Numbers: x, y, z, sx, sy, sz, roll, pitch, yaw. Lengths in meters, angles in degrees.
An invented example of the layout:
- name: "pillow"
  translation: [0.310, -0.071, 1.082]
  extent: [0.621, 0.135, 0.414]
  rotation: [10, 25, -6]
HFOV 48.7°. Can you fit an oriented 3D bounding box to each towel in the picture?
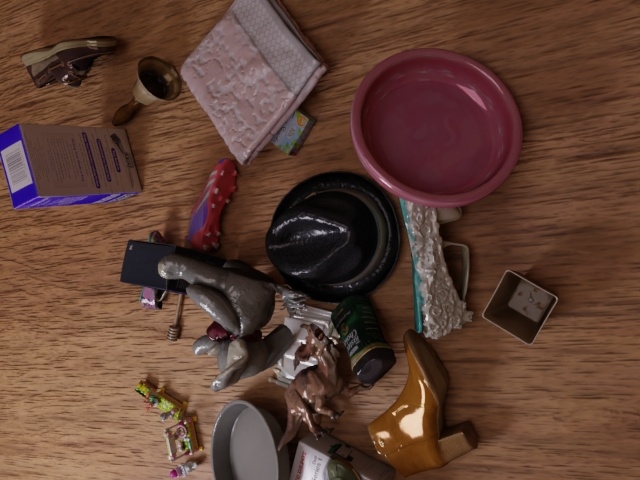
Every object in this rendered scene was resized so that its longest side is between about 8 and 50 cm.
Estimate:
- name: "towel"
  translation: [-0.167, -0.395, 1.641]
  extent: [0.317, 0.053, 0.331]
  rotation: [-46, 62, 25]

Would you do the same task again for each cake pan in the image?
- name: "cake pan"
  translation: [-0.170, 0.532, 1.714]
  extent: [0.293, 0.054, 0.293]
  rotation: [-4, 84, 51]

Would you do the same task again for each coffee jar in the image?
- name: "coffee jar"
  translation: [0.093, 0.214, 1.529]
  extent: [0.096, 0.079, 0.184]
  rotation: [-53, 43, 30]

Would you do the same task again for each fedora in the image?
- name: "fedora"
  translation: [0.000, 0.000, 1.558]
  extent: [0.334, 0.153, 0.333]
  rotation: [4, 97, 29]

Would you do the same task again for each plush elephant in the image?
- name: "plush elephant"
  translation: [-0.192, 0.195, 1.600]
  extent: [0.330, 0.272, 0.255]
  rotation: [19, 95, 28]

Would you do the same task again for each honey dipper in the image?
- name: "honey dipper"
  translation: [-0.376, 0.188, 1.863]
  extent: [0.031, 0.030, 0.160]
  rotation: [19, 102, 27]

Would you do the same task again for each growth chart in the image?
- name: "growth chart"
  translation: [-0.031, 0.263, 1.678]
  extent: [0.172, 0.021, 0.237]
  rotation: [20, 105, 26]

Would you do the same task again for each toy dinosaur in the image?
- name: "toy dinosaur"
  translation: [-0.023, 0.328, 1.594]
  extent: [0.200, 0.127, 0.295]
  rotation: [44, 111, 16]

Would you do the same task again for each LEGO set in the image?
- name: "LEGO set"
  translation: [-0.413, 0.488, 1.869]
  extent: [0.132, 0.107, 0.287]
  rotation: [-37, 77, 27]

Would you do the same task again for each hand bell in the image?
- name: "hand bell"
  translation: [-0.479, -0.363, 1.839]
  extent: [0.242, 0.126, 0.126]
  rotation: [-27, 81, 42]

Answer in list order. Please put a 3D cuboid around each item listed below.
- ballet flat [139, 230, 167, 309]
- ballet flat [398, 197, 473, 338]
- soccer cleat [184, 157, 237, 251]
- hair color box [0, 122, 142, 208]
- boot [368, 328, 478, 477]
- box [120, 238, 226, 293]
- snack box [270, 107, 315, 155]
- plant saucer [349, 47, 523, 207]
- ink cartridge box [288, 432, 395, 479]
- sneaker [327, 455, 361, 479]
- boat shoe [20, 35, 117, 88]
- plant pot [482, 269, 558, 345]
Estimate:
- name: "ballet flat"
  translation: [-0.422, 0.083, 1.861]
  extent: [0.079, 0.077, 0.221]
  rotation: [16, 109, 9]
- name: "ballet flat"
  translation: [0.233, -0.004, 1.458]
  extent: [0.147, 0.147, 0.408]
  rotation: [-7, 94, 30]
- name: "soccer cleat"
  translation: [-0.277, -0.092, 1.751]
  extent: [0.095, 0.083, 0.247]
  rotation: [26, 110, 30]
- name: "hair color box"
  translation: [-0.626, -0.188, 1.787]
  extent: [0.110, 0.339, 0.185]
  rotation: [-18, 86, 32]
- name: "boot"
  translation: [0.183, 0.358, 1.519]
  extent: [0.211, 0.104, 0.295]
  rotation: [-29, 85, 28]
- name: "box"
  translation: [-0.357, 0.073, 1.727]
  extent: [0.153, 0.207, 0.108]
  rotation: [6, 83, 31]
- name: "snack box"
  translation: [-0.092, -0.278, 1.647]
  extent: [0.141, 0.037, 0.100]
  rotation: [41, 114, 21]
- name: "plant saucer"
  translation: [0.218, -0.211, 1.369]
  extent: [0.332, 0.084, 0.332]
  rotation: [2, 71, -5]
- name: "ink cartridge box"
  translation: [0.041, 0.560, 1.626]
  extent: [0.220, 0.093, 0.160]
  rotation: [20, 104, 26]
- name: "sneaker"
  translation: [0.057, 0.565, 1.513]
  extent: [0.064, 0.086, 0.192]
  rotation: [-28, 81, 27]
- name: "boat shoe"
  translation: [-0.675, -0.478, 1.924]
  extent: [0.342, 0.123, 0.123]
  rotation: [-3, 107, 30]
- name: "plant pot"
  translation: [0.398, 0.123, 1.376]
  extent: [0.109, 0.096, 0.109]
  rotation: [32, 109, 23]
